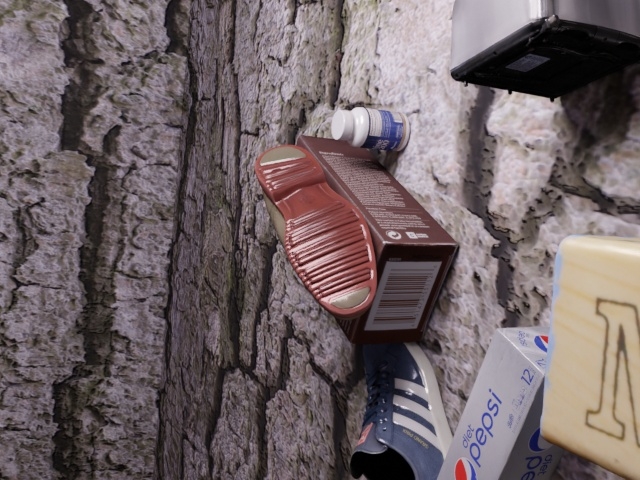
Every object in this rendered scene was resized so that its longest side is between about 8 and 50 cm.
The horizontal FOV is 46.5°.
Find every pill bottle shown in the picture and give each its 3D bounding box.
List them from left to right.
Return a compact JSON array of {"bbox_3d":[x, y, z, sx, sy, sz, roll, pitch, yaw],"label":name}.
[{"bbox_3d":[0.082,-0.186,1.240,0.067,0.120,0.067,-177,90,-65],"label":"pill bottle"}]

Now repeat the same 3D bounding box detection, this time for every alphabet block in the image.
[{"bbox_3d":[0.327,0.099,0.619,0.197,0.193,0.193,-167,78,-66],"label":"alphabet block"}]

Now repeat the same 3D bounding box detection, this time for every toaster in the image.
[{"bbox_3d":[0.255,-0.237,0.821,0.186,0.168,0.110,161,110,-64],"label":"toaster"}]

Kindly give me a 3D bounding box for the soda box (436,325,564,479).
[{"bbox_3d":[0.231,0.248,0.920,0.098,0.091,0.286,51,133,53],"label":"soda box"}]

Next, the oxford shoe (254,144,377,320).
[{"bbox_3d":[0.000,0.000,1.134,0.130,0.123,0.348,81,169,-47],"label":"oxford shoe"}]

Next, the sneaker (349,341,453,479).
[{"bbox_3d":[0.102,0.278,1.125,0.350,0.148,0.131,-111,33,-40],"label":"sneaker"}]

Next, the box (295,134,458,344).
[{"bbox_3d":[0.059,-0.013,1.259,0.381,0.143,0.191,55,136,50],"label":"box"}]
